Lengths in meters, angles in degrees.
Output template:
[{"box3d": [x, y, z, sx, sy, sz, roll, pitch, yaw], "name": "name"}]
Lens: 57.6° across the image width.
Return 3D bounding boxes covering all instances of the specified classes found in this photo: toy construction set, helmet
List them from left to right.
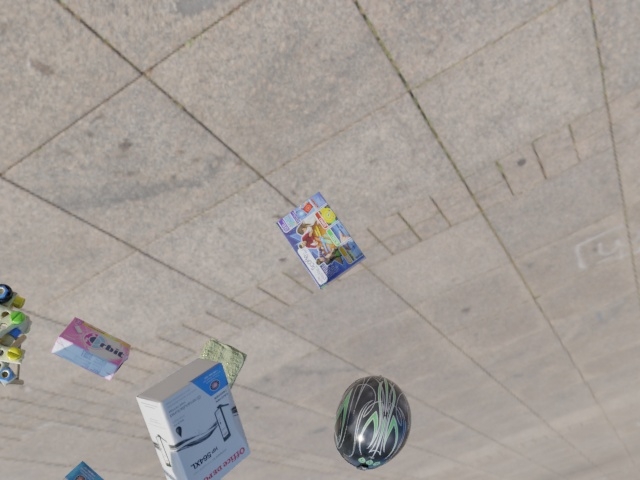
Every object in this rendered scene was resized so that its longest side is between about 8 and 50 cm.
[{"box3d": [-0.848, 0.190, 1.400, 0.327, 0.215, 0.151, 30, 152, -19], "name": "toy construction set"}, {"box3d": [0.108, 0.367, 1.193, 0.169, 0.169, 0.162, 4, 125, -26], "name": "helmet"}]

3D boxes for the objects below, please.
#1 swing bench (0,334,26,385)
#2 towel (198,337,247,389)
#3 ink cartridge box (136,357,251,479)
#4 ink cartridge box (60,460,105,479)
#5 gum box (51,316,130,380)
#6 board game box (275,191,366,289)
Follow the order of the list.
[{"box3d": [-1.019, 0.361, 1.648, 0.253, 0.165, 0.255, 3, -178, -1], "name": "swing bench"}, {"box3d": [-0.255, 0.323, 1.423, 0.110, 0.148, 0.027, 26, 170, -10], "name": "towel"}, {"box3d": [-0.231, 0.347, 1.088, 0.086, 0.203, 0.148, -4, -162, 43], "name": "ink cartridge box"}, {"box3d": [-0.670, 0.791, 1.562, 0.270, 0.198, 0.197, -41, 149, -39], "name": "ink cartridge box"}, {"box3d": [-0.634, 0.305, 1.632, 0.188, 0.107, 0.062, 30, 110, -10], "name": "gum box"}, {"box3d": [0.000, 0.000, 1.423, 0.136, 0.201, 0.035, -35, 165, 5], "name": "board game box"}]
